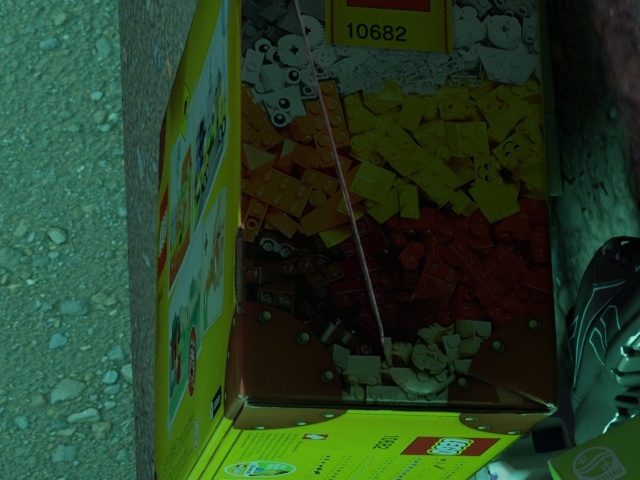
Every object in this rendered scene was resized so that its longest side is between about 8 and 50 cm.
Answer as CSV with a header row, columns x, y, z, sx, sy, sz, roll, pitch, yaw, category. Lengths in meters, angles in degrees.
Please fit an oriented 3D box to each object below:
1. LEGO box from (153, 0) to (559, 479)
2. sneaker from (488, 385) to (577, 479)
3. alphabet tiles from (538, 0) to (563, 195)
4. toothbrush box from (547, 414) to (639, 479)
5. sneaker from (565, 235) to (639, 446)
x,y,z,sx,sy,sz,roll,pitch,yaw,category
0.000,0.000,1.350,0.500,0.193,0.373,120,151,-69,LEGO box
0.164,0.219,1.253,0.104,0.095,0.236,96,166,-60,sneaker
0.109,-0.160,1.375,0.285,0.011,0.343,-152,54,-72,alphabet tiles
0.227,0.221,0.815,0.206,0.122,0.283,67,175,-36,toothbrush box
0.182,0.036,1.032,0.267,0.101,0.106,109,151,-61,sneaker
